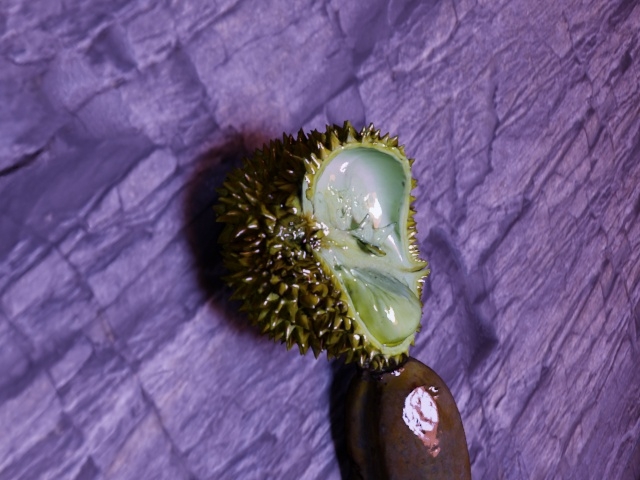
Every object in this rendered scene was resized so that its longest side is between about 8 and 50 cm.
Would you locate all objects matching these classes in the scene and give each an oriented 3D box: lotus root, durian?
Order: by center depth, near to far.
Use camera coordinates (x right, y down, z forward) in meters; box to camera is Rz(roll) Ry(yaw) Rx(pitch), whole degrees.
[{"bbox_3d":[0.000,0.003,0.968,0.200,0.176,0.237,-59,137,-47],"label":"durian"},{"bbox_3d":[0.096,0.232,1.119,0.123,0.124,0.241,-26,111,-49],"label":"lotus root"}]
